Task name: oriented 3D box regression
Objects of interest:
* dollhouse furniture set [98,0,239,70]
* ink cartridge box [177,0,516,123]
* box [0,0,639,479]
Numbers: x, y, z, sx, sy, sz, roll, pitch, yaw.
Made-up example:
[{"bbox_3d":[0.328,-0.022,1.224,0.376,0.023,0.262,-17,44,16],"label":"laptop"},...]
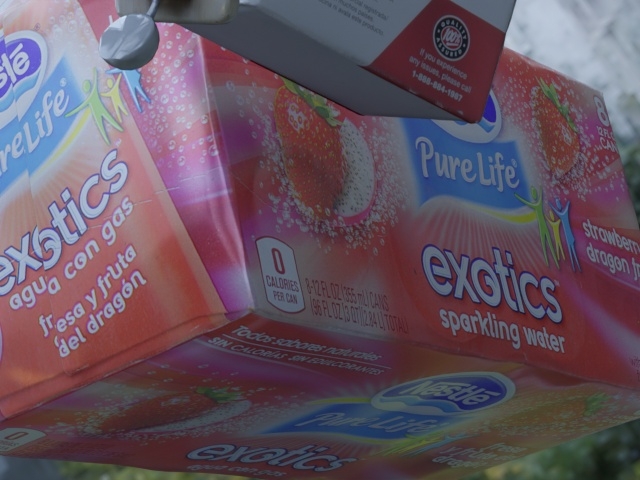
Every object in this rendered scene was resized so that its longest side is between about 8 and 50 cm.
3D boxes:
[{"bbox_3d":[-0.049,-0.073,0.361,0.114,0.081,0.091,7,5,35],"label":"dollhouse furniture set"},{"bbox_3d":[0.016,-0.115,0.566,0.099,0.135,0.056,24,-10,-41],"label":"ink cartridge box"},{"bbox_3d":[0.000,0.000,0.735,0.142,0.154,0.300,-24,-23,31],"label":"box"}]
